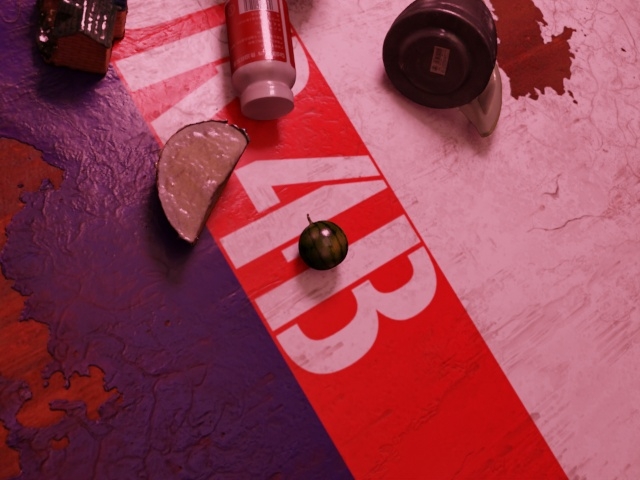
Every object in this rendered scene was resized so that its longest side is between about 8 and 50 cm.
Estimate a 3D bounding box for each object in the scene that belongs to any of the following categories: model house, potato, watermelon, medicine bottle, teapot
[{"bbox_3d":[-0.432,-0.425,1.228,0.166,0.172,0.182,8,72,-20],"label":"model house"},{"bbox_3d":[-0.240,-0.114,1.249,0.138,0.098,0.243,28,72,-7],"label":"potato"},{"bbox_3d":[0.003,0.006,1.309,0.109,0.109,0.109,6,72,-20],"label":"watermelon"},{"bbox_3d":[-0.119,-0.378,1.358,0.131,0.131,0.250,-1,75,-22],"label":"medicine bottle"},{"bbox_3d":[0.316,-0.425,1.492,0.322,0.239,0.239,32,52,-4],"label":"teapot"}]
